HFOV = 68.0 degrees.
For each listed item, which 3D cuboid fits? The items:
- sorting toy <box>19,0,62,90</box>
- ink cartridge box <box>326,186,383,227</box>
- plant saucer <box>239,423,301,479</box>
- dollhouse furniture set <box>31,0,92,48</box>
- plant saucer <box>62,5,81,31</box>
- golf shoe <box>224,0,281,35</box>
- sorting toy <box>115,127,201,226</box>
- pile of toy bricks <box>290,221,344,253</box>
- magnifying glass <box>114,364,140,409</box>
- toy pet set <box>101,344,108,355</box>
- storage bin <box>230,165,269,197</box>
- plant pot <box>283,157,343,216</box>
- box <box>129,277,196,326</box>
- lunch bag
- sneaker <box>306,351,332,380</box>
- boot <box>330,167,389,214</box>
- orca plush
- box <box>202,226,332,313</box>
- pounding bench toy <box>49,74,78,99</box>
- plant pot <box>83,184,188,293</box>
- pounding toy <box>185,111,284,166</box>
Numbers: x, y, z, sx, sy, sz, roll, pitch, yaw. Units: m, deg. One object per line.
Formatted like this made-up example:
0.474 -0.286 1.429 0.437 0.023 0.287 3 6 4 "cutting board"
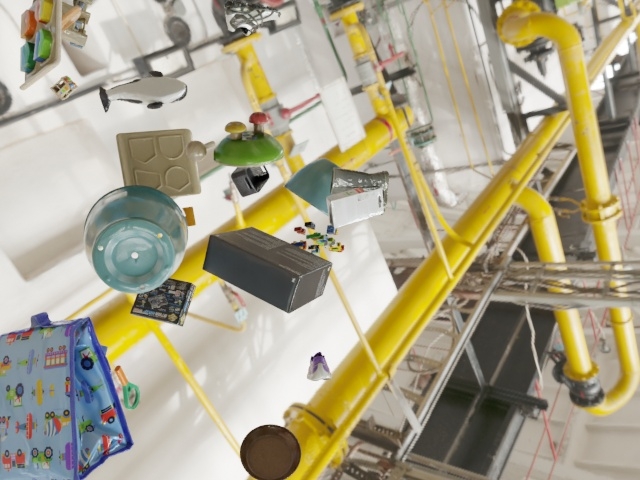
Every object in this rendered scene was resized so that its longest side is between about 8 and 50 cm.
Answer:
-0.607 -0.445 1.023 0.192 0.209 0.038 -4 171 41 "sorting toy"
0.072 -0.072 0.976 0.115 0.063 0.029 -17 -150 -16 "ink cartridge box"
-0.161 0.690 1.527 0.198 0.036 0.199 7 -146 -5 "plant saucer"
-0.680 -0.581 1.233 0.128 0.184 0.129 11 153 -35 "dollhouse furniture set"
-0.570 -0.495 1.069 0.083 0.013 0.084 -33 -152 20 "plant saucer"
-0.212 -0.690 1.479 0.198 0.094 0.077 -15 -144 -37 "golf shoe"
-0.491 -0.187 1.473 0.228 0.308 0.041 -10 -178 -25 "sorting toy"
0.000 0.000 1.746 0.212 0.105 0.118 -6 -113 32 "pile of toy bricks"
-0.760 0.576 1.862 0.026 0.231 0.092 1 -144 6 "magnifying glass"
-0.678 0.324 1.361 0.122 0.114 0.065 -11 -119 63 "toy pet set"
-0.313 -0.289 2.129 0.084 0.122 0.180 -15 -152 24 "storage bin"
0.018 -0.229 2.000 0.195 0.290 0.290 -56 -157 4 "plant pot"
-0.632 0.237 1.908 0.220 0.051 0.175 9 -110 13 "box"
-0.512 0.283 0.896 0.220 0.294 0.138 -12 180 22 "lunch bag"
-0.001 0.326 1.234 0.068 0.071 0.170 -3 165 -7 "sneaker"
0.140 -0.178 1.740 0.208 0.190 0.076 -5 -155 -12 "boot"
-0.597 -0.483 1.633 0.287 0.151 0.102 -22 163 -10 "orca plush"
-0.130 0.064 1.184 0.261 0.103 0.184 24 -165 22 "box"
-0.882 -0.537 1.650 0.065 0.052 0.083 -36 -155 13 "pounding bench toy"
-0.467 0.011 1.208 0.271 0.272 0.255 -29 -158 -11 "plant pot"
-0.211 -0.267 1.210 0.236 0.110 0.183 5 -153 10 "pounding toy"
